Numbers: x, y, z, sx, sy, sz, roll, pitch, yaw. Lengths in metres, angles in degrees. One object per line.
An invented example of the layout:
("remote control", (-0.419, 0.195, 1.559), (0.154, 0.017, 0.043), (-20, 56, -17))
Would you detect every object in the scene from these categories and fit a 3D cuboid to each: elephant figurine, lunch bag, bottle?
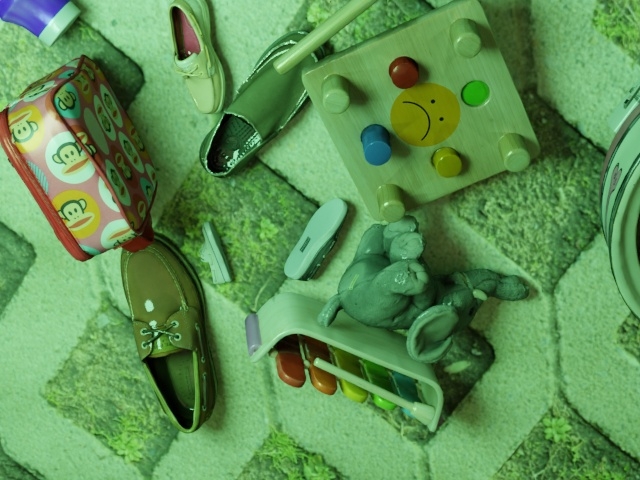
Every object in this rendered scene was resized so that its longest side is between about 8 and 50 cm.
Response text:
("elephant figurine", (0.153, 0.089, 1.751), (0.186, 0.169, 0.239), (-16, 136, 41))
("lunch bag", (-0.302, -0.099, 1.629), (0.120, 0.293, 0.258), (-28, 106, 8))
("bottle", (-0.450, -0.377, 1.636), (0.283, 0.092, 0.118), (40, 109, -11))

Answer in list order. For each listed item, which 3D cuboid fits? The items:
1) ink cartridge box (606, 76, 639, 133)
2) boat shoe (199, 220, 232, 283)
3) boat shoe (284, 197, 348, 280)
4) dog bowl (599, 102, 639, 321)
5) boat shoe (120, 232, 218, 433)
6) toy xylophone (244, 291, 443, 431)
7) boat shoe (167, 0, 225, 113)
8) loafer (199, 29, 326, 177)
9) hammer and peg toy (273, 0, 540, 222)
("ink cartridge box", (0.474, -0.183, 1.673), (0.099, 0.056, 0.135), (31, 109, -9))
("boat shoe", (-0.161, 0.020, 1.802), (0.035, 0.035, 0.100), (-15, 116, 6))
("boat shoe", (0.000, 0.000, 1.782), (0.040, 0.049, 0.142), (21, 113, -40))
("dog bowl", (0.554, -0.061, 1.626), (0.408, 0.150, 0.408), (-4, 119, -8))
("boat shoe", (-0.220, 0.138, 1.812), (0.111, 0.104, 0.307), (-16, 109, 9))
("toy xylophone", (0.045, 0.181, 1.748), (0.323, 0.236, 0.081), (26, 108, -9))
("boat shoe", (-0.177, -0.251, 1.678), (0.063, 0.059, 0.170), (-3, 108, 31))
("loafer", (-0.080, -0.177, 1.692), (0.094, 0.087, 0.251), (34, 109, -9))
("hammer and peg toy", (0.109, -0.211, 1.619), (0.266, 0.127, 0.361), (-23, 119, 12))
